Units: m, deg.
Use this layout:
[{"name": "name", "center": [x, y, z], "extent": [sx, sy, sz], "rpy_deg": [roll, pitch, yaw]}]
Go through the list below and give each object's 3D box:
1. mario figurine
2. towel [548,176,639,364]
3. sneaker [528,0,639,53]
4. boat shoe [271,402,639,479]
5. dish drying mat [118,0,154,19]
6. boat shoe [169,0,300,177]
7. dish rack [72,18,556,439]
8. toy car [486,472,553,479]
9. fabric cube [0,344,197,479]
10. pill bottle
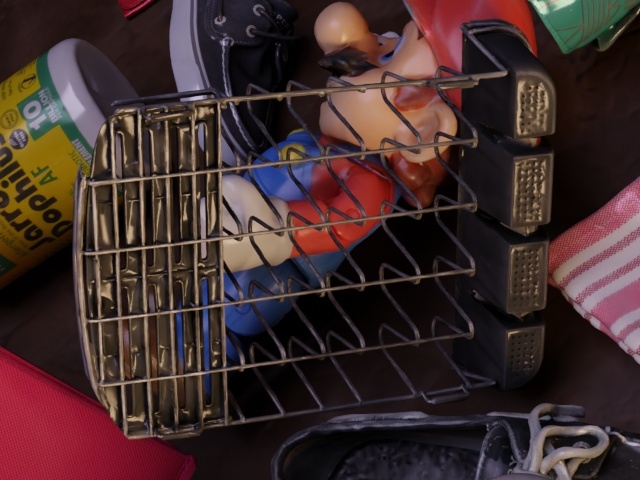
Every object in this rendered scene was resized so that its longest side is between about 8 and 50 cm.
[{"name": "mario figurine", "center": [-0.010, -0.054, 1.114], "extent": [0.320, 0.170, 0.198], "rpy_deg": [-44, 40, 10]}, {"name": "towel", "center": [0.225, 0.018, 0.999], "extent": [0.144, 0.029, 0.197], "rpy_deg": [-40, 46, -6]}, {"name": "sneaker", "center": [0.207, -0.174, 1.073], "extent": [0.178, 0.124, 0.295], "rpy_deg": [-45, 43, -3]}, {"name": "boat shoe", "center": [0.115, 0.137, 0.979], "extent": [0.306, 0.105, 0.113], "rpy_deg": [8, 70, 34]}, {"name": "dish drying mat", "center": [-0.114, -0.196, 1.361], "extent": [0.083, 0.008, 0.032], "rpy_deg": [-34, 52, 13]}, {"name": "boat shoe", "center": [-0.050, -0.146, 1.257], "extent": [0.076, 0.080, 0.228], "rpy_deg": [-23, 48, 22]}, {"name": "dish rack", "center": [0.000, 0.000, 0.986], "extent": [0.271, 0.208, 0.074], "rpy_deg": [-7, 21, -18]}, {"name": "toy car", "center": [0.097, 0.213, 0.881], "extent": [0.182, 0.136, 0.159], "rpy_deg": [33, 65, 1]}, {"name": "fabric cube", "center": [-0.277, 0.162, 1.067], "extent": [0.254, 0.258, 0.259], "rpy_deg": [6, 67, 57]}, {"name": "pill bottle", "center": [-0.219, -0.036, 1.271], "extent": [0.208, 0.117, 0.117], "rpy_deg": [-32, 53, 13]}]
